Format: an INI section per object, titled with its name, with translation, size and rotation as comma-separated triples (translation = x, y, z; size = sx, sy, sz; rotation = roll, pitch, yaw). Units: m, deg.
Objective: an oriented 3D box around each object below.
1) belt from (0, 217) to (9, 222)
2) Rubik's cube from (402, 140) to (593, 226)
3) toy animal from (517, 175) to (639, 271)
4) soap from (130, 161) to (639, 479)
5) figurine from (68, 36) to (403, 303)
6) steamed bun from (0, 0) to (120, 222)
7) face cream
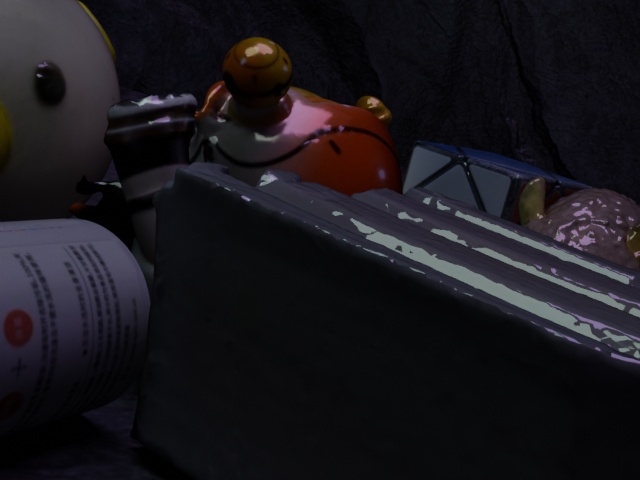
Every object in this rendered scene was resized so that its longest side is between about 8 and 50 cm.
[belt]
translation = -0.415, -0.004, 0.757
size = 0.359, 0.126, 0.094
rotation = 18, 2, -11
[Rubik's cube]
translation = 0.247, -0.021, 1.383
size = 0.205, 0.207, 0.205
rotation = 1, 19, -43
[toy animal]
translation = 0.309, 0.054, 1.056
size = 0.188, 0.226, 0.358
rotation = 21, 14, 27
[soap]
translation = 0.134, 0.114, 0.615
size = 0.435, 0.213, 0.350
rotation = 23, 12, 36
[figurine]
translation = -0.052, -0.026, 0.840
size = 0.323, 0.320, 0.196
rotation = -22, 54, -40
[steamed bun]
translation = -0.388, -0.157, 0.937
size = 0.374, 0.334, 0.334
rotation = 26, 5, -31
[face cream]
translation = -0.270, 0.063, 0.525
size = 0.145, 0.145, 0.370
rotation = 21, 12, 28
